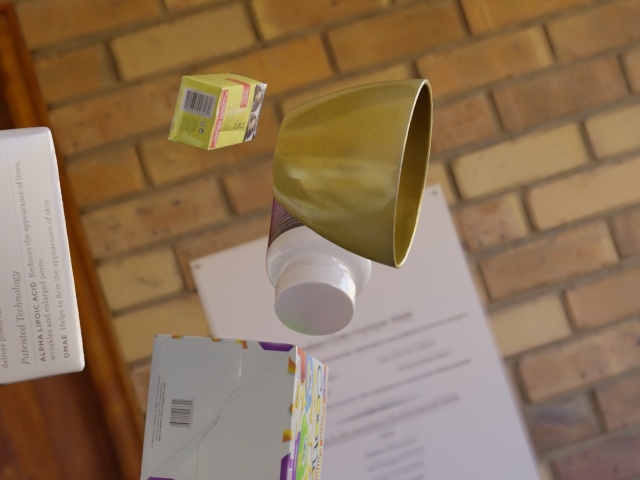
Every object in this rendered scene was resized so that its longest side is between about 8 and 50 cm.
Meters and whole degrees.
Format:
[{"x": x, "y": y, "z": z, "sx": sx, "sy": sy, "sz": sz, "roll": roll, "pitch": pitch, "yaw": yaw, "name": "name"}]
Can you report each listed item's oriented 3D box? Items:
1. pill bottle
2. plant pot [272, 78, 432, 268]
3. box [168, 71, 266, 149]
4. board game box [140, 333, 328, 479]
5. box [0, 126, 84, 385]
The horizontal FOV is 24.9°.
[{"x": 0.000, "y": 0.000, "z": 1.479, "sx": 0.108, "sy": 0.193, "sz": 0.108, "roll": 2, "pitch": -46, "yaw": 3, "name": "pill bottle"}, {"x": 0.020, "y": -0.054, "z": 1.025, "sx": 0.095, "sy": 0.134, "sz": 0.134, "roll": 10, "pitch": 0, "yaw": 11, "name": "plant pot"}, {"x": -0.131, "y": -0.170, "z": 1.884, "sx": 0.058, "sy": 0.087, "sz": 0.232, "roll": 16, "pitch": 9, "yaw": 10, "name": "box"}, {"x": -0.079, "y": 0.183, "z": 1.483, "sx": 0.142, "sy": 0.144, "sz": 0.275, "roll": 3, "pitch": -8, "yaw": 7, "name": "board game box"}, {"x": -0.268, "y": 0.017, "z": 1.079, "sx": 0.119, "sy": 0.182, "sz": 0.181, "roll": -8, "pitch": 1, "yaw": -26, "name": "box"}]
